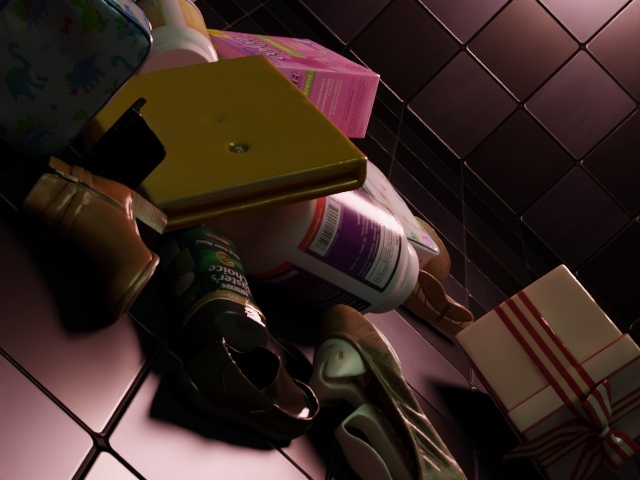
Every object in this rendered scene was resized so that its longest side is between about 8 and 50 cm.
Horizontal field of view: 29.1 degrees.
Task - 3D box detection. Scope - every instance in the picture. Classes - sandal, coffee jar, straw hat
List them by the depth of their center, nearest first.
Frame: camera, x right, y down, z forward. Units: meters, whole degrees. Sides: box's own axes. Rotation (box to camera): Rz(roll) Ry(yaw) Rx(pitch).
[{"bbox_3d":[-0.125,0.066,1.433,0.096,0.079,0.184,28,23,-36],"label":"coffee jar"},{"bbox_3d":[0.202,0.111,2.197,0.180,0.072,0.049,37,2,-33],"label":"sandal"},{"bbox_3d":[0.171,0.030,2.313,0.061,0.144,0.144,-36,80,-33],"label":"straw hat"}]

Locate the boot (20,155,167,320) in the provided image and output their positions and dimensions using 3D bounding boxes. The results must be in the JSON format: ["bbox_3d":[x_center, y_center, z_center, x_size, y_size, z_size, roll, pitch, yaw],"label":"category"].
[{"bbox_3d":[-0.252,-0.005,1.329,0.152,0.073,0.197,30,27,-17],"label":"boot"}]

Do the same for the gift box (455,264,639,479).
[{"bbox_3d":[0.385,0.248,2.004,0.255,0.276,0.258,48,5,-48],"label":"gift box"}]

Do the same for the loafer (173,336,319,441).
[{"bbox_3d":[-0.063,0.162,1.353,0.220,0.078,0.080,24,27,-53],"label":"loafer"}]

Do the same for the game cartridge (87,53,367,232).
[{"bbox_3d":[-0.137,-0.136,1.595,0.285,0.053,0.324,-13,36,-22],"label":"game cartridge"}]

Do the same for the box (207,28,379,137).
[{"bbox_3d":[-0.066,-0.266,2.083,0.243,0.117,0.213,-2,25,-38],"label":"box"}]

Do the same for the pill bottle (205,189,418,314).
[{"bbox_3d":[0.000,0.000,1.734,0.323,0.181,0.181,29,23,-48],"label":"pill bottle"}]

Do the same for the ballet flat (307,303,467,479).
[{"bbox_3d":[0.057,0.215,1.527,0.124,0.116,0.342,0,48,-42],"label":"ballet flat"}]

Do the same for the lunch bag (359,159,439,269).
[{"bbox_3d":[0.084,-0.051,2.215,0.224,0.108,0.279,29,23,-53],"label":"lunch bag"}]

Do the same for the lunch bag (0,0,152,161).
[{"bbox_3d":[-0.311,-0.216,1.399,0.176,0.219,0.090,38,17,-24],"label":"lunch bag"}]

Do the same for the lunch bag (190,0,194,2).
[{"bbox_3d":[-0.288,-0.515,1.940,0.385,0.328,0.239,7,57,-56],"label":"lunch bag"}]

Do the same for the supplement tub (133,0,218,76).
[{"bbox_3d":[-0.237,-0.286,1.906,0.144,0.144,0.200,36,19,-33],"label":"supplement tub"}]

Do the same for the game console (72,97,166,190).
[{"bbox_3d":[-0.238,-0.099,1.476,0.071,0.122,0.107,44,15,-10],"label":"game console"}]
